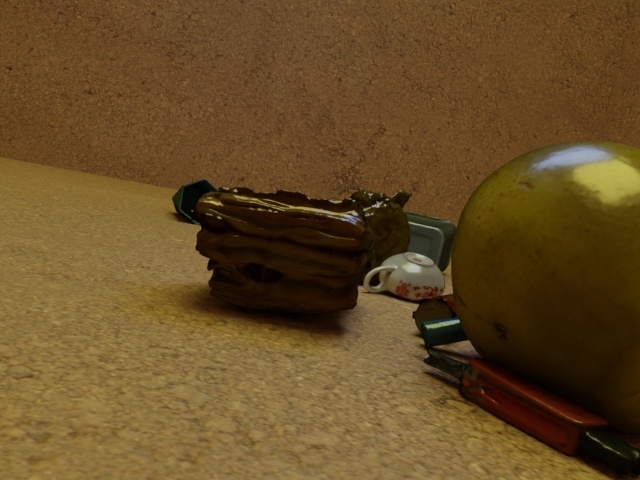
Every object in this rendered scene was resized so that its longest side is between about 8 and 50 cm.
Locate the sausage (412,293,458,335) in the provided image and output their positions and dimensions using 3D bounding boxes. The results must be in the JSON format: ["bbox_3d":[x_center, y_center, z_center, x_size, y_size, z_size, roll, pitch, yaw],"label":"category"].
[{"bbox_3d":[0.254,0.137,1.242,0.083,0.083,0.264,15,6,26],"label":"sausage"}]

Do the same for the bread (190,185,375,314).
[{"bbox_3d":[-0.058,0.032,1.142,0.314,0.191,0.370,7,-6,2],"label":"bread"}]

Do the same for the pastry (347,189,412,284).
[{"bbox_3d":[0.110,-0.013,1.606,0.132,0.235,0.240,13,16,43],"label":"pastry"}]

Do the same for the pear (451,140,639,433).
[{"bbox_3d":[0.368,0.049,0.900,0.363,0.362,0.418,9,39,-23],"label":"pear"}]

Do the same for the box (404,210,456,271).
[{"bbox_3d":[0.224,-0.004,1.984,0.352,0.177,0.344,14,7,14],"label":"box"}]

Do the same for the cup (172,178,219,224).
[{"bbox_3d":[-0.425,-0.127,2.146,0.148,0.134,0.236,-20,10,-22],"label":"cup"}]

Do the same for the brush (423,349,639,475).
[{"bbox_3d":[0.247,0.197,0.807,0.070,0.051,0.323,4,10,-38],"label":"brush"}]

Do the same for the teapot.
[{"bbox_3d":[0.206,0.089,1.522,0.246,0.116,0.159,3,34,-26],"label":"teapot"}]

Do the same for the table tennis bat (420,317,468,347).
[{"bbox_3d":[0.335,0.138,1.078,0.329,0.215,0.044,-6,-36,-2],"label":"table tennis bat"}]
